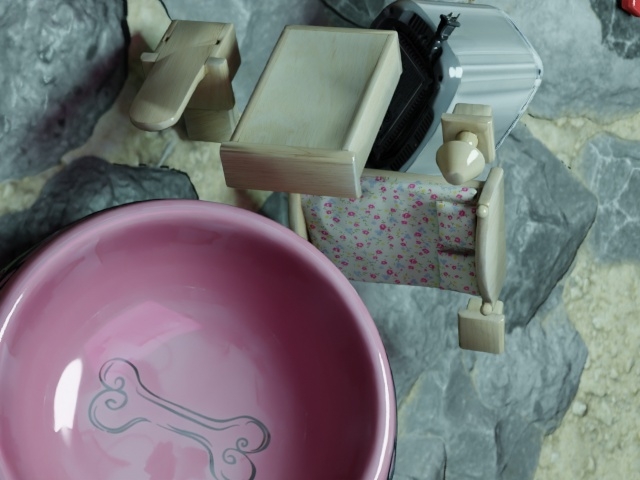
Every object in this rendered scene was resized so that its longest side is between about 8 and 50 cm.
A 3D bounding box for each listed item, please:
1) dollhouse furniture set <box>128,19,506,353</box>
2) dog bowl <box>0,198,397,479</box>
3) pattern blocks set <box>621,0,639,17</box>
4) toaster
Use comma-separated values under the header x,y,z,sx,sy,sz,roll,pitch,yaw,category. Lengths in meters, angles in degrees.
x,y,z,sx,sy,sz,roll,pitch,yaw,category
0.000,0.000,1.572,0.174,0.303,0.355,-67,157,-43,dollhouse furniture set
-0.119,0.147,1.436,0.408,0.150,0.408,4,70,-12,dog bowl
0.313,-0.433,1.871,0.285,0.026,0.325,24,81,-35,pattern blocks set
0.109,-0.143,1.656,0.146,0.129,0.227,-8,143,-41,toaster
